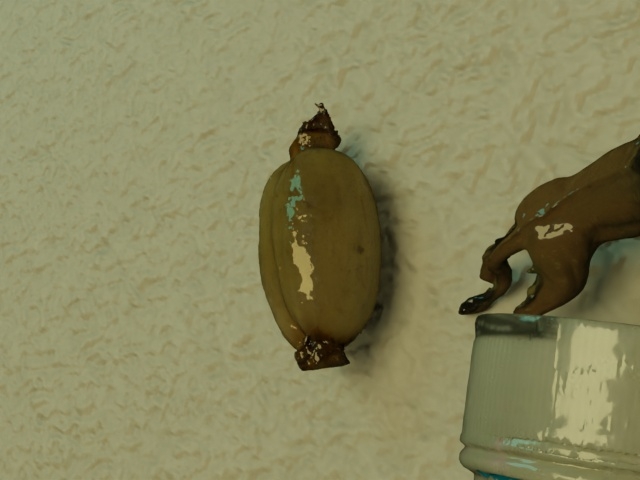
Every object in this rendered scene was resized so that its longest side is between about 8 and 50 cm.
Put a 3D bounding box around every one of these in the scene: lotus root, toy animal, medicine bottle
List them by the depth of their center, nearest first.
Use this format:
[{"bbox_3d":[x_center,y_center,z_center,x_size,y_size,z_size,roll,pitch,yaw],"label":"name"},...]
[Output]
[{"bbox_3d":[0.105,0.163,0.466,0.143,0.143,0.258,0,80,41],"label":"medicine bottle"},{"bbox_3d":[0.134,-0.008,0.538,0.220,0.086,0.069,-41,51,48],"label":"toy animal"},{"bbox_3d":[0.000,0.000,0.654,0.073,0.062,0.150,-33,55,58],"label":"lotus root"}]
